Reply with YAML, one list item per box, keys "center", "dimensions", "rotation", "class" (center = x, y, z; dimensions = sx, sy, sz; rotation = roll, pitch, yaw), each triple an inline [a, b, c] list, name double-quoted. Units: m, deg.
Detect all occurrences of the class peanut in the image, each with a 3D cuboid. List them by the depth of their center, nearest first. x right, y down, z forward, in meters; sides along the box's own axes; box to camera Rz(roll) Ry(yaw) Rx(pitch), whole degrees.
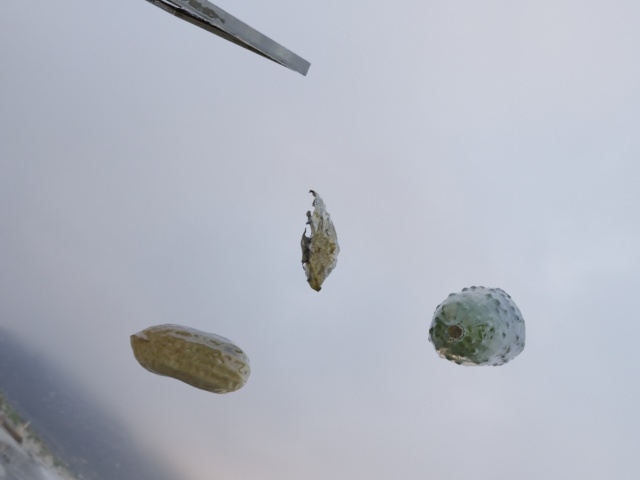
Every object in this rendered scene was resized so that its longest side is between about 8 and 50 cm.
- center: [-0.198, 0.176, 0.865]
  dimensions: [0.194, 0.083, 0.093]
  rotation: [16, 3, 11]
  class: "peanut"

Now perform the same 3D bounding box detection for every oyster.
- center: [0.001, -0.010, 1.045]
  dimensions: [0.072, 0.209, 0.132]
  rotation: [8, -68, -2]
  class: "oyster"

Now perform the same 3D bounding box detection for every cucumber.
- center: [0.223, 0.131, 0.837]
  dimensions: [0.134, 0.134, 0.244]
  rotation: [22, 3, 27]
  class: "cucumber"

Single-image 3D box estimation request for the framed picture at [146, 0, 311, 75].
- center: [-0.177, -0.259, 0.577]
  dimensions: [0.240, 0.324, 0.020]
  rotation: [32, -77, 25]
  class: "framed picture"
